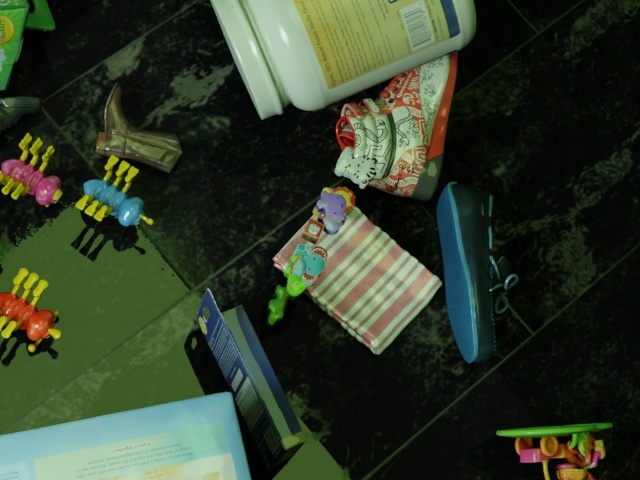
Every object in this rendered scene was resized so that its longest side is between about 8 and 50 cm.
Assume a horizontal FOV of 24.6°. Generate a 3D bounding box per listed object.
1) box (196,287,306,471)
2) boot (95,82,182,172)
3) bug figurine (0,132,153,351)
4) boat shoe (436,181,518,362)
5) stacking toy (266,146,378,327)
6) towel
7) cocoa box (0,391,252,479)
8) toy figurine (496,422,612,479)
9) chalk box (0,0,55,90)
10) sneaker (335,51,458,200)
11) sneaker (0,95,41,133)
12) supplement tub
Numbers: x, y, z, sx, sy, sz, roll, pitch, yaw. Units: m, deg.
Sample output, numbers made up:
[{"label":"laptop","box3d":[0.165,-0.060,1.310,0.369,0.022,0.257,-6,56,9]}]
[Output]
[{"label":"box","box3d":[-0.090,0.171,1.843,0.036,0.136,0.225,-23,76,-18]},{"label":"boot","box3d":[-0.238,-0.152,1.985,0.114,0.037,0.106,12,81,-4]},{"label":"bug figurine","box3d":[-0.362,-0.006,1.886,0.216,0.072,0.279,34,71,9]},{"label":"boat shoe","box3d":[0.221,0.037,1.980,0.089,0.109,0.258,1,72,-15]},{"label":"stacking toy","box3d":[0.000,0.000,1.883,0.052,0.167,0.221,26,69,-1]},{"label":"towel","box3d":[0.051,0.043,1.981,0.197,0.029,0.144,41,68,5]},{"label":"cocoa box","box3d":[-0.256,0.336,1.695,0.347,0.228,0.231,-10,72,-15]},{"label":"toy figurine","box3d":[0.316,0.321,1.908,0.173,0.130,0.159,1,82,-38]},{"label":"chalk box","box3d":[-0.485,-0.305,1.887,0.289,0.179,0.180,-11,64,-28]},{"label":"sneaker","box3d":[0.105,-0.195,2.048,0.145,0.090,0.270,13,70,-10]},{"label":"sneaker","box3d":[-0.446,-0.143,1.930,0.170,0.051,0.089,-7,95,-34]},{"label":"supplement tub","box3d":[0.027,-0.311,1.975,0.316,0.228,0.228,-23,76,-2]}]
